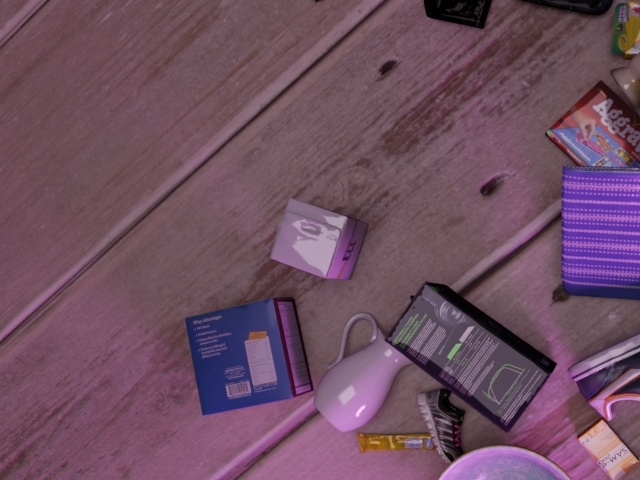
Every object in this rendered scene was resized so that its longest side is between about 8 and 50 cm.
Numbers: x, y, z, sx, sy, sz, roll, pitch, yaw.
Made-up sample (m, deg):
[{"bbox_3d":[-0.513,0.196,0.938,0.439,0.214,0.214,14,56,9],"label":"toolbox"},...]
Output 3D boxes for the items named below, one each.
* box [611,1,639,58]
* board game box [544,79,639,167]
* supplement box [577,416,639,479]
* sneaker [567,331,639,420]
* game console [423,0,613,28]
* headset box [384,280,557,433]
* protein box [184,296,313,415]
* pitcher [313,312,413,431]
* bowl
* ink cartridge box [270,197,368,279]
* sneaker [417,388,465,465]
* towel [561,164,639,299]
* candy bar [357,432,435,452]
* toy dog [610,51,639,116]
[{"bbox_3d":[0.641,-0.392,1.550,0.179,0.043,0.105,6,88,15],"label":"box"},{"bbox_3d":[0.577,-0.156,1.558,0.145,0.027,0.281,-45,75,8],"label":"board game box"},{"bbox_3d":[0.529,0.384,1.522,0.062,0.036,0.098,-43,76,10],"label":"supplement box"},{"bbox_3d":[0.613,0.207,1.468,0.321,0.126,0.127,-34,72,23],"label":"sneaker"},{"bbox_3d":[0.396,-0.512,1.635,0.361,0.044,0.213,18,92,18],"label":"game console"},{"bbox_3d":[0.272,0.198,1.509,0.283,0.246,0.131,36,97,18],"label":"headset box"},{"bbox_3d":[-0.145,0.233,1.689,0.200,0.136,0.201,-14,82,16],"label":"protein box"},{"bbox_3d":[0.071,0.259,1.641,0.207,0.125,0.178,-47,54,-2],"label":"pitcher"},{"bbox_3d":[0.345,0.508,1.506,0.290,0.156,0.289,-2,85,16],"label":"bowl"},{"bbox_3d":[0.000,0.000,1.642,0.128,0.176,0.127,19,91,18],"label":"ink cartridge box"},{"bbox_3d":[0.251,0.360,1.595,0.075,0.063,0.170,-30,73,19],"label":"sneaker"},{"bbox_3d":[0.542,-0.008,1.426,0.243,0.336,0.040,3,49,19],"label":"towel"},{"bbox_3d":[0.152,0.402,1.646,0.162,0.018,0.040,-6,87,16],"label":"candy bar"},{"bbox_3d":[0.706,-0.300,1.320,0.408,0.395,0.284,-35,72,18],"label":"toy dog"}]
